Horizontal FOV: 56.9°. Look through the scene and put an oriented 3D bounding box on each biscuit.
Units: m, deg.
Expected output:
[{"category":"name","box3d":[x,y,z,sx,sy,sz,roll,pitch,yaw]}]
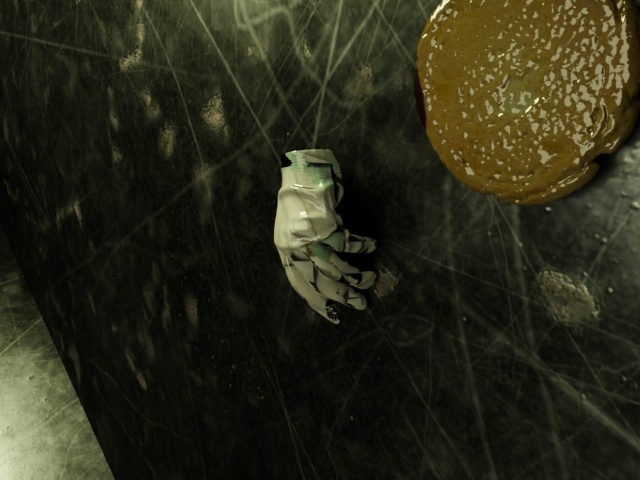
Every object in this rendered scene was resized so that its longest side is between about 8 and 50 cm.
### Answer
[{"category":"biscuit","box3d":[0.174,-0.143,0.519,0.226,0.042,0.226,14,110,45]}]

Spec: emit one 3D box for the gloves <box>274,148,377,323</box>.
[{"category":"gloves","box3d":[-0.005,0.000,0.727,0.127,0.111,0.212,-3,92,45]}]
